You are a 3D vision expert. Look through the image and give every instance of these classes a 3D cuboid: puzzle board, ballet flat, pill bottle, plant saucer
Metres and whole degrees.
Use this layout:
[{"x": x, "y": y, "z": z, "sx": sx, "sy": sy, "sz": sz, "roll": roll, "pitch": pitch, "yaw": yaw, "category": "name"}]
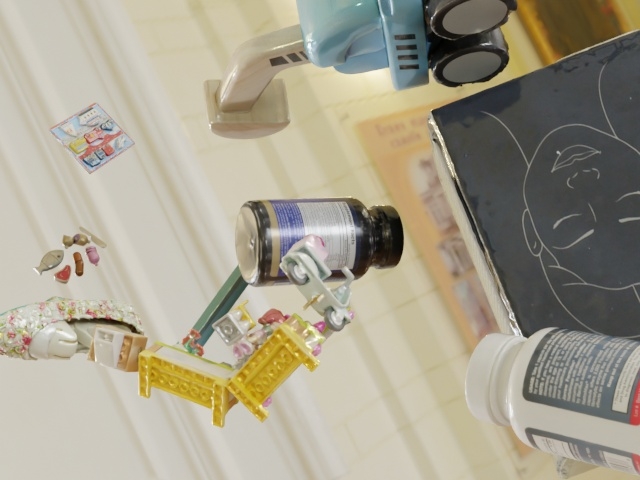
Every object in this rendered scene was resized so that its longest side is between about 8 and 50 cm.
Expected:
[{"x": -0.371, "y": -0.171, "z": 1.603, "sx": 0.011, "sy": 0.096, "sz": 0.128, "roll": -39, "pitch": 5, "yaw": 37, "category": "puzzle board"}, {"x": -0.330, "y": 0.122, "z": 1.311, "sx": 0.241, "sy": 0.077, "sz": 0.091, "roll": -6, "pitch": -54, "yaw": -52, "category": "ballet flat"}, {"x": 0.220, "y": 0.130, "z": 0.826, "sx": 0.180, "sy": 0.107, "sz": 0.108, "roll": 8, "pitch": 20, "yaw": 40, "category": "pill bottle"}, {"x": 0.000, "y": 0.000, "z": 1.380, "sx": 0.219, "sy": 0.122, "sz": 0.123, "roll": -3, "pitch": -13, "yaw": -22, "category": "pill bottle"}, {"x": -0.150, "y": 0.098, "z": 1.467, "sx": 0.192, "sy": 0.018, "sz": 0.067, "roll": -55, "pitch": -14, "yaw": 1, "category": "plant saucer"}]

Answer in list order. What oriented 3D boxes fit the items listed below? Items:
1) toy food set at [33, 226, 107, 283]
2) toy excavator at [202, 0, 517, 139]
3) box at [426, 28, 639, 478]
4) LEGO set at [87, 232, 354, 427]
[{"x": -0.407, "y": 0.026, "z": 1.621, "sx": 0.122, "sy": 0.078, "sz": 0.019, "roll": -57, "pitch": 4, "yaw": -41, "category": "toy food set"}, {"x": 0.020, "y": -0.297, "z": 1.351, "sx": 0.446, "sy": 0.222, "sz": 0.433, "roll": -10, "pitch": -18, "yaw": 5, "category": "toy excavator"}, {"x": 0.450, "y": 0.000, "z": 1.283, "sx": 0.480, "sy": 0.471, "sz": 0.297, "roll": -20, "pitch": -23, "yaw": 5, "category": "box"}, {"x": -0.074, "y": 0.089, "z": 0.897, "sx": 0.287, "sy": 0.132, "sz": 0.107, "roll": -22, "pitch": 9, "yaw": 34, "category": "LEGO set"}]
